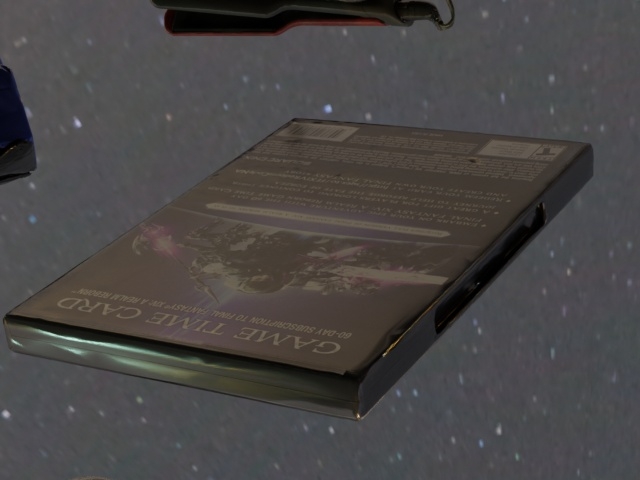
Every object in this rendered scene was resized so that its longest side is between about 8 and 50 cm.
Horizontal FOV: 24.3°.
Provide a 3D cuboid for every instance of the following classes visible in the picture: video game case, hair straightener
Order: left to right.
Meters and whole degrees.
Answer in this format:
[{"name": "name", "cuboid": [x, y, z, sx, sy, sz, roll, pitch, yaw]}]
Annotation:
[{"name": "hair straightener", "cuboid": [-0.017, -0.176, 1.059, 0.231, 0.089, 0.047, 9, -111, 18]}, {"name": "video game case", "cuboid": [0.000, 0.000, 0.766, 0.196, 0.026, 0.274, 8, -151, 30]}]

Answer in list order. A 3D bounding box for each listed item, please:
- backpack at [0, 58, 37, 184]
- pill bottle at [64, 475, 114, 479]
[{"name": "backpack", "cuboid": [-0.264, -0.077, 1.015, 0.120, 0.098, 0.101, -17, -104, -11]}, {"name": "pill bottle", "cuboid": [-0.098, 0.283, 0.871, 0.162, 0.278, 0.162, -23, -153, 13]}]
